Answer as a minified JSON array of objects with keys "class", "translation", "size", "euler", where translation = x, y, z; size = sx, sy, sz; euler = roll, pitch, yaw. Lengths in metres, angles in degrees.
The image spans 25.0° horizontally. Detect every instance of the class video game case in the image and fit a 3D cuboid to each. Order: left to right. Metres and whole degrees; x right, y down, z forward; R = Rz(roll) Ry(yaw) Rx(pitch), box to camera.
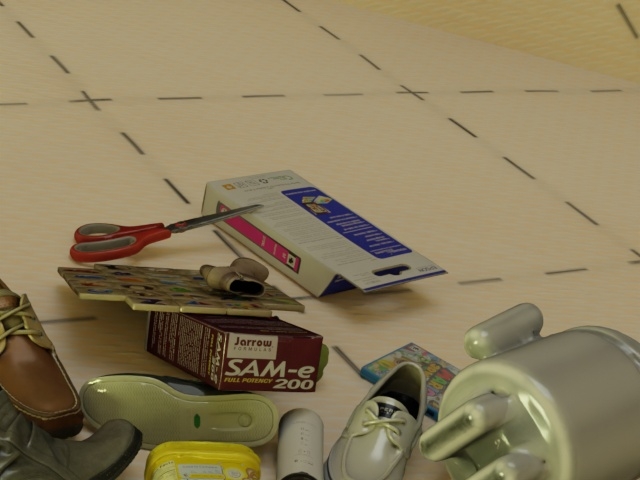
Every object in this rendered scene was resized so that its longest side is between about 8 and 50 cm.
[{"class":"video game case","translation":[0.152,0.193,1.907],"size":[0.166,0.015,0.119],"euler":[29,30,30]}]

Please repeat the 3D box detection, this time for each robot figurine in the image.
[{"class":"robot figurine","translation":[0.280,0.214,1.706],"size":[0.353,0.200,0.299],"euler":[-12,72,-42]}]

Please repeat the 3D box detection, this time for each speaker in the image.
[{"class":"speaker","translation":[-0.023,0.250,1.662],"size":[0.055,0.055,0.136],"euler":[10,25,-5]}]

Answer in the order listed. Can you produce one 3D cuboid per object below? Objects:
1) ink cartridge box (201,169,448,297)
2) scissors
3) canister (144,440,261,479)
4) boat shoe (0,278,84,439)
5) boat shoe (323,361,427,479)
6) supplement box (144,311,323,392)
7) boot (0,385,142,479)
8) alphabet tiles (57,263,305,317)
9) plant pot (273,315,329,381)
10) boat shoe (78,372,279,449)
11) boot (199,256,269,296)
[{"class":"ink cartridge box","translation":[0.000,0.000,2.178],"size":[0.176,0.069,0.371],"euler":[-11,32,-42]},{"class":"scissors","translation":[-0.216,-0.010,2.090],"size":[0.297,0.021,0.109],"euler":[-7,24,-13]},{"class":"canister","translation":[-0.115,0.291,1.516],"size":[0.126,0.073,0.170],"euler":[5,28,-16]},{"class":"boat shoe","translation":[-0.385,0.117,1.694],"size":[0.123,0.119,0.324],"euler":[-11,34,-40]},{"class":"boat shoe","translation":[0.075,0.228,1.713],"size":[0.096,0.088,0.267],"euler":[20,26,15]},{"class":"supplement box","translation":[-0.111,0.125,1.759],"size":[0.130,0.073,0.239],"euler":[4,5,-28]},{"class":"boot","translation":[-0.291,0.209,1.501],"size":[0.161,0.083,0.246],"euler":[52,29,-6]},{"class":"alphabet tiles","translation":[-0.187,0.063,1.885],"size":[0.285,0.011,0.342],"euler":[4,6,-17]},{"class":"plant pot","translation":[-0.034,0.148,1.855],"size":[0.079,0.083,0.083],"euler":[19,23,-16]},{"class":"boat shoe","translation":[-0.166,0.200,1.693],"size":[0.233,0.084,0.079],"euler":[7,2,-4]},{"class":"boot","translation":[-0.097,0.052,1.861],"size":[0.118,0.042,0.087],"euler":[0,14,-36]}]
